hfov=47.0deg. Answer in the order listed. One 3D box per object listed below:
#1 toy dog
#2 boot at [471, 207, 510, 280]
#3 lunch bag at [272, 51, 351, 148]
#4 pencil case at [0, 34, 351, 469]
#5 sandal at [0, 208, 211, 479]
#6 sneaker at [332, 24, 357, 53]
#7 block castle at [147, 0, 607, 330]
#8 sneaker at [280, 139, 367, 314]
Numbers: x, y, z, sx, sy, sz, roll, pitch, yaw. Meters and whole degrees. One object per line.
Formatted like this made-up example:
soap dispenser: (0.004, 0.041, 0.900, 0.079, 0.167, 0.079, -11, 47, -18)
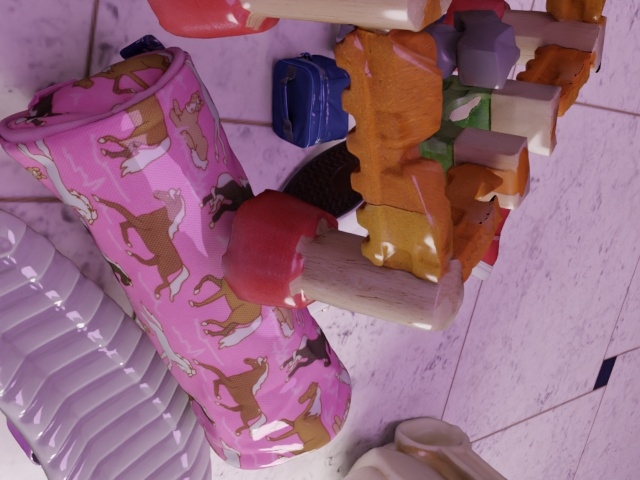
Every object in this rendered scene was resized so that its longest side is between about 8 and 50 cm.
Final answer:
toy dog: (0.123, 0.525, 1.106, 0.395, 0.284, 0.408, 8, 106, -47)
boot: (0.208, -0.046, 1.043, 0.244, 0.088, 0.176, 17, 97, -57)
lunch bag: (-0.013, -0.149, 0.769, 0.065, 0.067, 0.098, -22, 125, -38)
pencil case: (-0.104, 0.030, 0.638, 0.160, 0.167, 0.386, -19, 119, 12)
sandal: (-0.227, 0.139, 0.684, 0.169, 0.102, 0.416, -48, 126, -38)
sneaker: (0.044, -0.213, 0.768, 0.038, 0.098, 0.069, -6, 126, -28)
block castle: (0.070, -0.181, 0.565, 0.453, 0.213, 0.303, -50, 143, -38)
sneaker: (0.000, 0.000, 0.844, 0.290, 0.106, 0.123, -45, 140, -4)
